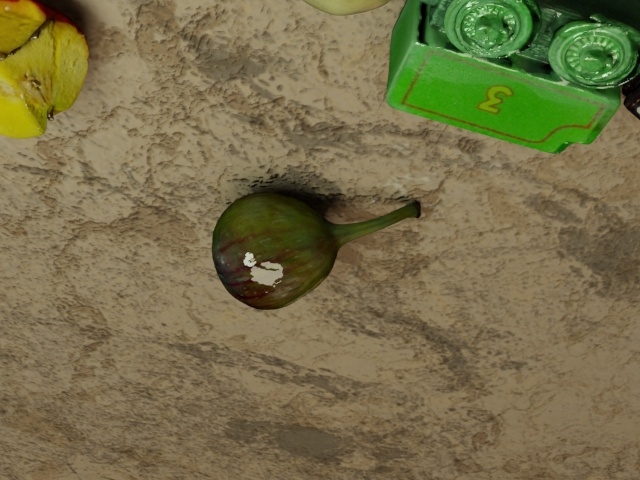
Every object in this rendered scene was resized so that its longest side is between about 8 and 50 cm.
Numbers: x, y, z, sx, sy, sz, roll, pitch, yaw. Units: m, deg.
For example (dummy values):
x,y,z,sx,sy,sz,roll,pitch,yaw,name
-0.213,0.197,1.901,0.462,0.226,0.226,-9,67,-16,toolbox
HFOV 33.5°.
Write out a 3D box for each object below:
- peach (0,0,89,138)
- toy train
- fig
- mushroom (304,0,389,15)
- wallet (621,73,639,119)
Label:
x,y,z,sx,sy,sz,roll,pitch,yaw,name
-0.309,-0.175,1.043,0.151,0.118,0.151,-27,140,-25,peach
0.185,-0.185,0.992,0.243,0.132,0.188,14,142,-9,toy train
0.000,0.000,1.223,0.245,0.149,0.149,-15,137,3,fig
0.015,-0.265,0.920,0.148,0.112,0.148,3,137,3,mushroom
0.471,-0.146,1.065,0.262,0.071,0.221,29,134,-18,wallet
